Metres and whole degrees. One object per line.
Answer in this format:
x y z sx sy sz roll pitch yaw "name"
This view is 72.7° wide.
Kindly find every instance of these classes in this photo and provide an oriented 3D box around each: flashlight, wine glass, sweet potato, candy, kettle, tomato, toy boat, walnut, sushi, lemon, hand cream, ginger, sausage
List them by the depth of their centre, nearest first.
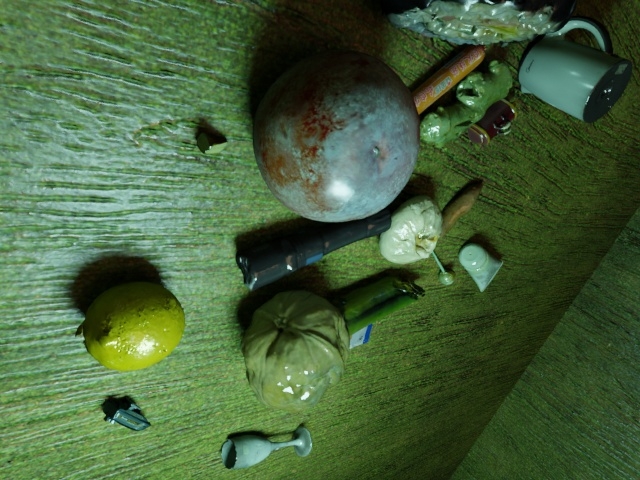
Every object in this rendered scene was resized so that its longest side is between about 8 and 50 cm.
0.281 -0.515 0.763 0.328 0.328 0.285 0 109 -19 "sushi"
0.031 -0.188 0.824 0.316 0.282 0.317 -11 117 -23 "tomato"
-0.356 0.164 0.847 0.206 0.173 0.174 -21 136 -56 "lemon"
0.269 -0.362 1.034 0.348 0.053 0.053 -40 137 -7 "sausage"
-0.454 0.422 1.042 0.060 0.055 0.141 -57 142 -24 "toy boat"
0.000 0.000 1.059 0.423 0.103 0.103 -22 132 -26 "flashlight"
-0.060 0.274 1.096 0.253 0.282 0.277 -6 130 15 "walnut"
0.367 -0.348 1.104 0.290 0.089 0.137 -41 155 1 "ginger"
0.658 -0.457 1.134 0.161 0.236 0.221 -15 135 -27 "kettle"
0.422 -0.092 1.351 0.281 0.059 0.067 -44 146 -2 "sweet potato"
-0.119 0.625 1.385 0.309 0.096 0.264 16 130 -43 "wine glass"
0.411 0.084 1.488 0.061 0.061 0.202 -43 129 -4 "candy"
0.602 0.097 1.609 0.306 0.093 0.147 31 93 -48 "hand cream"

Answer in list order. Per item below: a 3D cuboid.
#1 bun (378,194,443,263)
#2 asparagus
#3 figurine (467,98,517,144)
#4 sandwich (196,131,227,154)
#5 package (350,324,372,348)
0.267 -0.017 1.216 0.222 0.127 0.222 -34 150 -23 "bun"
0.181 0.180 1.329 0.381 0.108 0.129 -19 106 -29 "asparagus"
0.491 -0.333 1.201 0.154 0.098 0.082 -41 133 -2 "figurine"
-0.207 -0.181 0.806 0.031 0.044 0.083 -56 179 16 "sandwich"
0.103 0.290 1.403 0.173 0.027 0.171 -10 126 -27 "package"
